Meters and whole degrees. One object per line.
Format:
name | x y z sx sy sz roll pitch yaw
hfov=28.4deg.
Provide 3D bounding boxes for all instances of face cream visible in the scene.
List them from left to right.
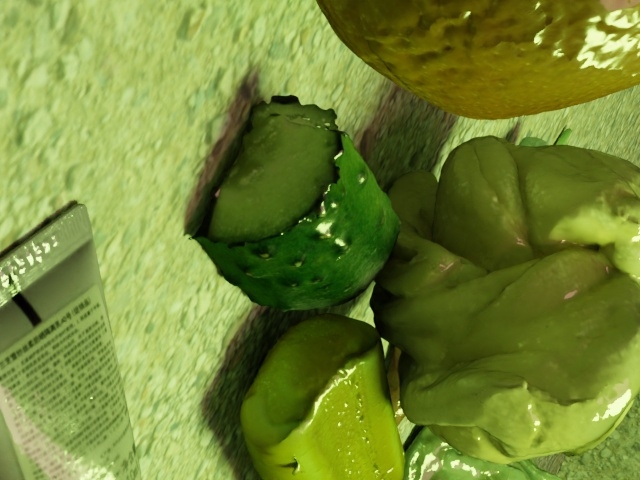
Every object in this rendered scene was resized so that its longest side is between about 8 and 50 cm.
face cream | -0.182 0.125 0.855 0.154 0.096 0.274 -40 135 -42

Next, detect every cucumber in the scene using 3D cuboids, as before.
cucumber | 0.000 0.003 1.115 0.145 0.105 0.325 -62 162 -10

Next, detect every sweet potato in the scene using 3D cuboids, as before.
sweet potato | 0.110 0.160 1.607 0.065 0.051 0.218 -3 117 -64

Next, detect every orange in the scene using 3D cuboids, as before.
orange | 0.141 -0.239 0.884 0.357 0.322 0.322 -29 139 -48

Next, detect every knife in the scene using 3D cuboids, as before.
knife | 0.326 -0.087 1.894 0.207 0.014 0.030 -56 157 -17

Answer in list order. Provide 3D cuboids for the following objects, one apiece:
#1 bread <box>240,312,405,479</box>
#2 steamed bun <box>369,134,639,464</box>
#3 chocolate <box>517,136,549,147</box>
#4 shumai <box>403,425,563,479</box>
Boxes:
bread | -0.001 0.203 1.310 0.166 0.112 0.383 -46 153 -18
steamed bun | 0.180 0.041 1.266 0.230 0.325 0.372 32 60 -28
chocolate | 0.219 -0.032 1.593 0.291 0.110 0.110 -51 155 -39
shumai | 0.265 0.402 1.950 0.309 0.263 0.304 -60 160 -13
